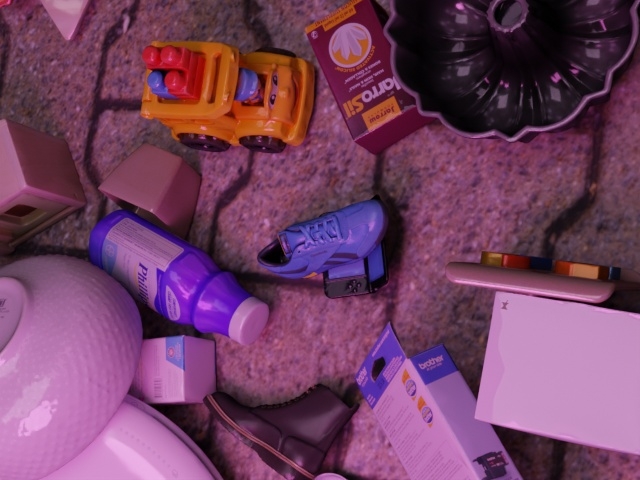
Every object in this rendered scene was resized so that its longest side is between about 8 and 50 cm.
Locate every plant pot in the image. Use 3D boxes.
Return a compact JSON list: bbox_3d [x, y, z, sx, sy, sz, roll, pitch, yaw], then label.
[{"bbox_3d":[-0.239,-0.079,1.643,0.109,0.109,0.096,22,77,26],"label":"plant pot"}]

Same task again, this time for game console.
[{"bbox_3d":[0.043,0.009,1.510,0.107,0.071,0.122,-8,77,16],"label":"game console"}]

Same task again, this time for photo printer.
[{"bbox_3d":[-0.285,0.377,1.538,0.307,0.107,0.256,-43,93,12],"label":"photo printer"}]

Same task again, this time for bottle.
[{"bbox_3d":[-0.202,0.058,1.592,0.282,0.118,0.092,28,50,25],"label":"bottle"}]

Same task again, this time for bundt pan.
[{"bbox_3d":[0.256,-0.272,1.434,0.330,0.124,0.331,-5,78,24],"label":"bundt pan"}]

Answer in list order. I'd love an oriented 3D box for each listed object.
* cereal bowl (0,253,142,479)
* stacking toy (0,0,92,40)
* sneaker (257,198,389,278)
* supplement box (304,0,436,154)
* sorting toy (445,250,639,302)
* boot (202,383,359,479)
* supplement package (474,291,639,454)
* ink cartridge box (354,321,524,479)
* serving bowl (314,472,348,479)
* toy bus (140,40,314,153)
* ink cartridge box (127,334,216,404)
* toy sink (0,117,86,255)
[{"bbox_3d":[-0.418,0.153,1.520,0.339,0.141,0.339,-19,48,22],"label":"cereal bowl"},{"bbox_3d":[-0.425,-0.498,1.824,0.279,0.130,0.309,38,102,-1],"label":"stacking toy"},{"bbox_3d":[0.000,0.000,1.490,0.209,0.082,0.069,-26,65,41],"label":"sneaker"},{"bbox_3d":[0.068,-0.228,1.536,0.104,0.081,0.188,-29,71,18],"label":"supplement box"},{"bbox_3d":[0.270,0.036,1.328,0.193,0.208,0.038,8,96,26],"label":"sorting toy"},{"bbox_3d":[-0.052,0.231,1.530,0.198,0.077,0.137,34,82,26],"label":"boot"},{"bbox_3d":[0.307,0.156,1.292,0.194,0.203,0.149,9,85,26],"label":"supplement package"},{"bbox_3d":[0.155,0.256,1.362,0.065,0.186,0.311,-23,68,-23],"label":"ink cartridge box"},{"bbox_3d":[0.017,0.351,1.489,0.083,0.027,0.083,-4,80,24],"label":"serving bowl"},{"bbox_3d":[-0.144,-0.217,1.561,0.220,0.211,0.150,5,82,24],"label":"toy bus"},{"bbox_3d":[-0.232,0.189,1.596,0.143,0.090,0.092,-7,78,25],"label":"ink cartridge box"},{"bbox_3d":[-0.509,-0.063,1.734,0.234,0.153,0.131,-28,71,17],"label":"toy sink"}]
